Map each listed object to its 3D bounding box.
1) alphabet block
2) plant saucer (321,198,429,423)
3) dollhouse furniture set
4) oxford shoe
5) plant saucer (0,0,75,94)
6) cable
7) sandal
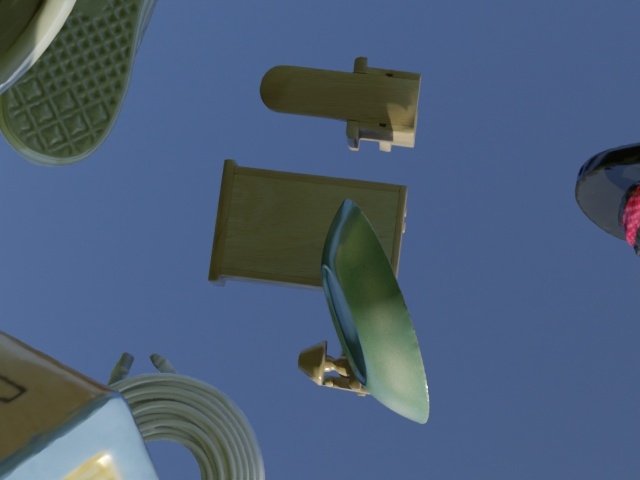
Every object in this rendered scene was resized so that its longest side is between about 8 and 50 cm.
[{"bbox_3d":[-0.213,0.187,0.805,0.197,0.193,0.192,17,-47,47],"label":"alphabet block"},{"bbox_3d":[0.036,0.063,1.088,0.037,0.195,0.195,-19,-112,-10],"label":"plant saucer"},{"bbox_3d":[0.000,0.000,1.380,0.173,0.355,0.303,7,-98,4],"label":"dollhouse furniture set"},{"bbox_3d":[-0.214,-0.285,1.314,0.130,0.169,0.449,1,-110,69],"label":"oxford shoe"},{"bbox_3d":[-0.343,-0.254,0.863,0.400,0.400,0.100,-51,-156,17],"label":"plant saucer"},{"bbox_3d":[-0.190,0.285,1.591,0.257,0.089,0.257,34,-107,-2],"label":"cable"},{"bbox_3d":[0.151,-0.015,0.526,0.179,0.067,0.040,148,-45,-73],"label":"sandal"}]
